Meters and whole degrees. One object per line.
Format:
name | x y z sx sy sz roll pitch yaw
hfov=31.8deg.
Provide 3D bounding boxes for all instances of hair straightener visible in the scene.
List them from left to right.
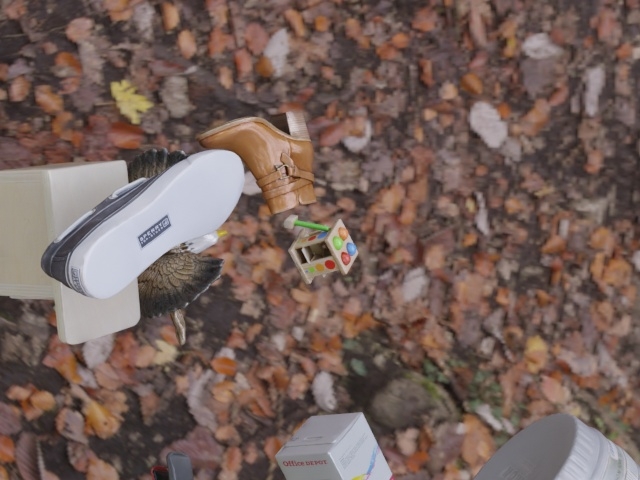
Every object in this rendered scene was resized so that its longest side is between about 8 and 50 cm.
hair straightener | -0.170 0.371 1.458 0.047 0.230 0.089 22 126 -34

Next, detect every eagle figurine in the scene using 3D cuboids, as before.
eagle figurine | -0.244 0.011 1.732 0.226 0.298 0.225 38 72 3

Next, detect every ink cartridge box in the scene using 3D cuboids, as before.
ink cartridge box | 0.031 0.408 1.968 0.127 0.128 0.176 -43 114 -47

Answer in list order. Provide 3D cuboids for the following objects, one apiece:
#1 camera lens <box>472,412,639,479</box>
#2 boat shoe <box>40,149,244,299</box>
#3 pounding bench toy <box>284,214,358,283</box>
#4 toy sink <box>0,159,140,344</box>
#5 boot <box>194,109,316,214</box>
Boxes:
camera lens | 0.317 0.362 1.291 0.274 0.219 0.219 45 74 -6
boat shoe | -0.221 -0.032 1.415 0.301 0.102 0.108 -42 134 -37
pounding bench toy | 0.000 0.000 1.371 0.083 0.065 0.052 62 31 -21
toy sink | -0.353 0.013 1.539 0.153 0.131 0.234 -17 104 -57
boot | -0.091 -0.114 1.713 0.197 0.073 0.152 -12 95 -30
